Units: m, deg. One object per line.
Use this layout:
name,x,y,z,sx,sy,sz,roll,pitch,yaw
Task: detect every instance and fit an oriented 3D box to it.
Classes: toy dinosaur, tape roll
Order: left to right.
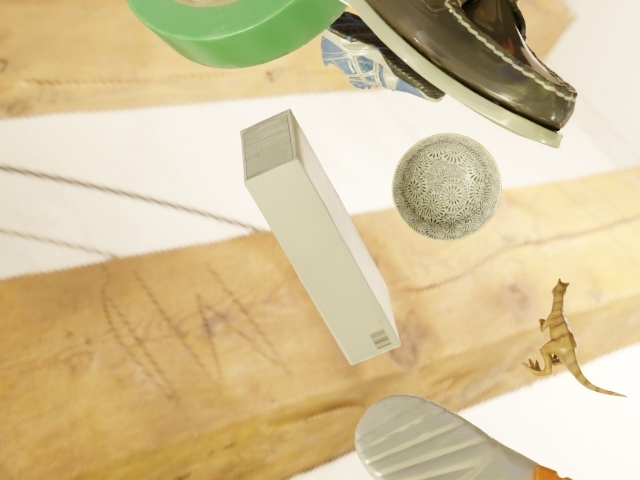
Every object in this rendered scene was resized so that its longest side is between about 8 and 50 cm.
tape roll,-0.086,-0.360,1.503,0.321,0.321,0.077,60,-169,32
toy dinosaur,0.336,0.152,1.777,0.064,0.112,0.211,4,-127,-25

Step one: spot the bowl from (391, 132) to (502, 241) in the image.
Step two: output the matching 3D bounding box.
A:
bowl,0.193,-0.089,1.999,0.170,0.170,0.080,31,-167,-6

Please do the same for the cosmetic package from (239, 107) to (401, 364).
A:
cosmetic package,0.000,0.000,1.232,0.099,0.060,0.239,-96,-20,-56

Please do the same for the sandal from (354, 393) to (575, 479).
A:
sandal,0.143,0.208,0.949,0.265,0.076,0.102,37,-106,19

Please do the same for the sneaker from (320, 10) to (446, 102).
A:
sneaker,0.091,-0.253,1.857,0.211,0.081,0.080,33,-135,18

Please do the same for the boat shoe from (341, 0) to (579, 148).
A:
boat shoe,0.062,-0.131,0.689,0.081,0.069,0.228,18,-158,-48
